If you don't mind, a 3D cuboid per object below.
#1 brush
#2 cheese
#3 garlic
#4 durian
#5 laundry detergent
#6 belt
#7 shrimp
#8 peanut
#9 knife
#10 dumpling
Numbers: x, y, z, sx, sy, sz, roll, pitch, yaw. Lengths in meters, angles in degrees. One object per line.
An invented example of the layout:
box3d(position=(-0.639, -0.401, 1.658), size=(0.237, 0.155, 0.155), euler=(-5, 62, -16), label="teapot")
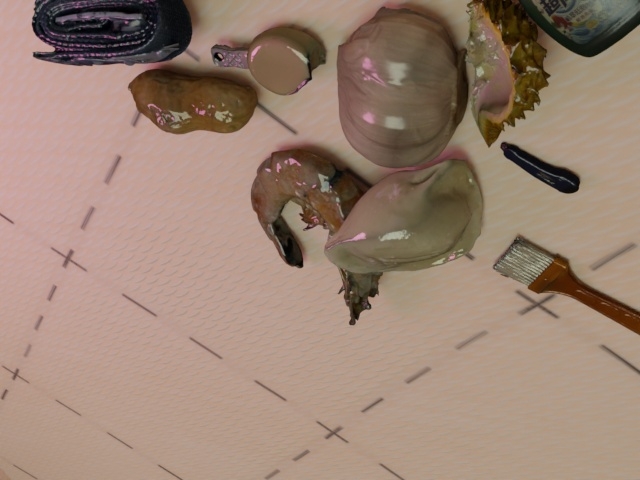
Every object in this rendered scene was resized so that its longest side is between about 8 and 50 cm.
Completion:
box3d(position=(0.420, 0.091, 1.262), size=(0.315, 0.017, 0.090), euler=(28, 143, 0), label="brush")
box3d(position=(-0.074, -0.250, 1.161), size=(0.171, 0.047, 0.092), euler=(-6, 127, 34), label="cheese")
box3d(position=(0.093, -0.174, 1.075), size=(0.178, 0.142, 0.229), euler=(10, 145, 19), label="garlic")
box3d(position=(0.233, -0.198, 1.011), size=(0.224, 0.078, 0.140), euler=(82, 162, -56), label="durian")
box3d(position=(0.258, -0.309, 0.886), size=(0.222, 0.078, 0.144), euler=(41, 137, -11), label="laundry detergent")
box3d(position=(-0.287, -0.309, 1.172), size=(0.218, 0.128, 0.122), euler=(5, 97, 24), label="belt")
box3d(position=(0.000, 0.000, 1.367), size=(0.247, 0.085, 0.360), euler=(7, 133, 36), label="shrimp")
box3d(position=(-0.194, -0.208, 1.250), size=(0.214, 0.099, 0.099), euler=(6, 136, 17), label="peanut")
box3d(position=(0.298, -0.100, 1.127), size=(0.121, 0.018, 0.031), euler=(29, 147, 0), label="knife")
box3d(position=(0.135, -0.013, 1.220), size=(0.252, 0.131, 0.179), euler=(-35, 134, 15), label="dumpling")
